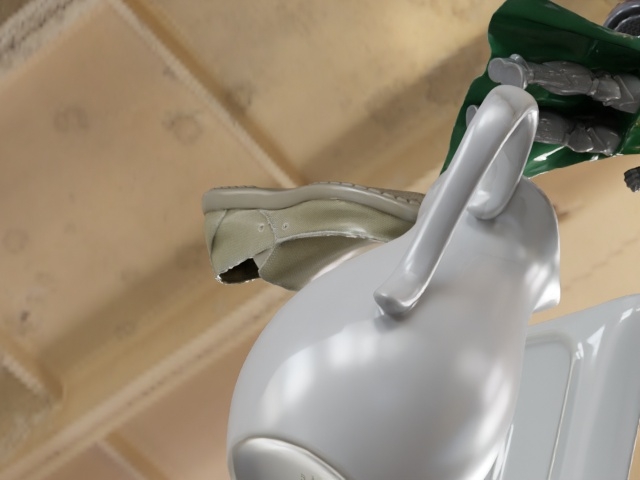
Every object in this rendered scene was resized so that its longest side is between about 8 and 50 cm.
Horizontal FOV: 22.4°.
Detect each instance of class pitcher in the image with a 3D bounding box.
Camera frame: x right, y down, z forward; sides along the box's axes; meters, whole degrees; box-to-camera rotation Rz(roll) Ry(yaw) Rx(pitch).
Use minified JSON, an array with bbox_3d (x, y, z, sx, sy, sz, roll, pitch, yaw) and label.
[{"bbox_3d":[0.044,0.037,0.773,0.125,0.207,0.178,23,-40,21],"label":"pitcher"}]

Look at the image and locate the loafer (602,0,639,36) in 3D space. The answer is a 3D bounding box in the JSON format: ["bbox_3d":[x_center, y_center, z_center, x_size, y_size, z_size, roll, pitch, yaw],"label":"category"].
[{"bbox_3d":[0.364,-0.126,1.319,0.302,0.095,0.109,19,-63,-4],"label":"loafer"}]

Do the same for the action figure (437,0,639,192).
[{"bbox_3d":[0.197,-0.075,0.967,0.232,0.063,0.137,2,-47,-26],"label":"action figure"}]

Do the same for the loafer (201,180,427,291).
[{"bbox_3d":[0.000,0.000,1.387,0.102,0.268,0.092,6,-94,-42],"label":"loafer"}]

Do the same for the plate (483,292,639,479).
[{"bbox_3d":[0.132,0.180,1.258,0.045,0.278,0.277,28,-26,-26],"label":"plate"}]
